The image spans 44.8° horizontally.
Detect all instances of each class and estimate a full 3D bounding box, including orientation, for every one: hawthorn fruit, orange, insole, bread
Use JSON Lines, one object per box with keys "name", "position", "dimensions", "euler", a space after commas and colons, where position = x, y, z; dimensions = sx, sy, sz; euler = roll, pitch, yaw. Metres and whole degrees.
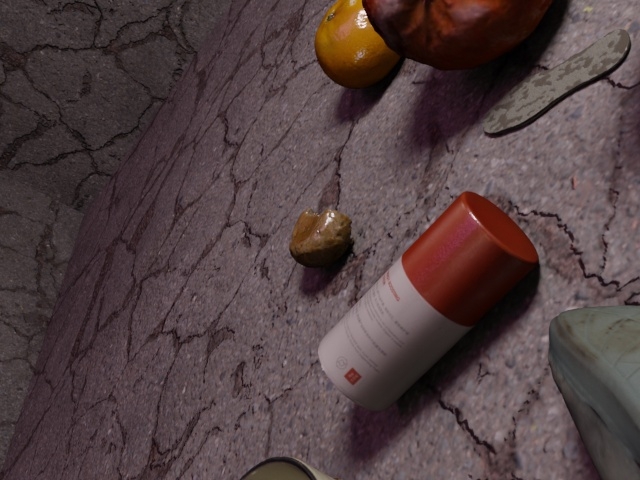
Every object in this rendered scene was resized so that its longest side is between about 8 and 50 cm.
{"name": "hawthorn fruit", "position": [0.172, -0.329, 0.918], "dimensions": [0.242, 0.242, 0.271], "euler": [-43, -1, 34]}
{"name": "orange", "position": [0.060, -0.309, 1.184], "dimensions": [0.156, 0.124, 0.156], "euler": [-49, 25, 33]}
{"name": "insole", "position": [0.240, -0.161, 0.812], "dimensions": [0.193, 0.006, 0.065], "euler": [-29, 39, 49]}
{"name": "bread", "position": [0.000, 0.000, 1.044], "dimensions": [0.082, 0.060, 0.113], "euler": [-63, 22, -5]}

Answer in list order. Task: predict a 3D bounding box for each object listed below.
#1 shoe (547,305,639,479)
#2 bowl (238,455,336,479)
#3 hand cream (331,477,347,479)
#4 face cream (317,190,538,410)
{"name": "shoe", "position": [0.214, 0.120, 0.471], "dimensions": [0.251, 0.103, 0.100], "euler": [-97, -3, -72]}
{"name": "bowl", "position": [-0.003, 0.302, 0.619], "dimensions": [0.238, 0.126, 0.238], "euler": [-37, 42, 44]}
{"name": "hand cream", "position": [0.028, 0.259, 0.739], "dimensions": [0.163, 0.039, 0.062], "euler": [-24, 59, 57]}
{"name": "face cream", "position": [0.099, 0.061, 0.740], "dimensions": [0.214, 0.096, 0.096], "euler": [-49, 27, 24]}
